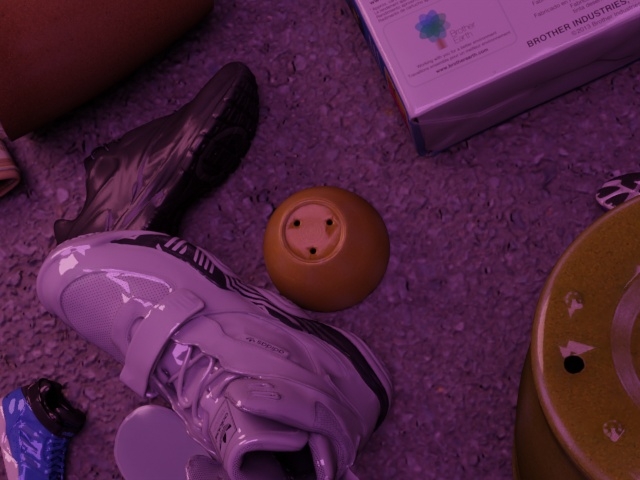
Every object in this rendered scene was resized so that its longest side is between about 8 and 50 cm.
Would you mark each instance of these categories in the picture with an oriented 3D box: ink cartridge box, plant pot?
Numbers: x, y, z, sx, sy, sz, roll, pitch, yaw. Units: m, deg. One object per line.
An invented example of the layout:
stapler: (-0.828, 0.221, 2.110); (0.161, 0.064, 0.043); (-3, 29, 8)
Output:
ink cartridge box: (0.139, -0.325, 1.057); (0.270, 0.151, 0.395); (-24, 77, 2)
plant pot: (-0.250, -0.256, 1.081); (0.254, 0.237, 0.237); (-21, 76, -10)
plant pot: (0.000, 0.000, 1.039); (0.134, 0.095, 0.134); (-2, 78, 8)
plant pot: (0.306, 0.132, 0.787); (0.367, 0.353, 0.366); (-8, 63, 16)

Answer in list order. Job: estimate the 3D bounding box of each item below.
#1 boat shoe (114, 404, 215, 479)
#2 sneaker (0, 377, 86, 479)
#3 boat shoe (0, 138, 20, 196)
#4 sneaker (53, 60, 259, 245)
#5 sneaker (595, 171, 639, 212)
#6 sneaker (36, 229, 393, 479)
boat shoe: (-0.082, 0.289, 0.989); (0.113, 0.105, 0.306); (-47, 69, 1)
sneaker: (-0.277, 0.215, 1.055); (0.085, 0.058, 0.152); (-30, 69, 10)
boat shoe: (-0.462, -0.025, 1.110); (0.285, 0.104, 0.089); (-36, 73, -1)
sneaker: (-0.177, -0.080, 1.082); (0.130, 0.109, 0.286); (35, 83, 20)
sneaker: (0.348, -0.010, 1.006); (0.170, 0.071, 0.068); (26, 51, 27)
sneaker: (-0.109, 0.118, 0.934); (0.366, 0.210, 0.137); (25, 111, -2)
